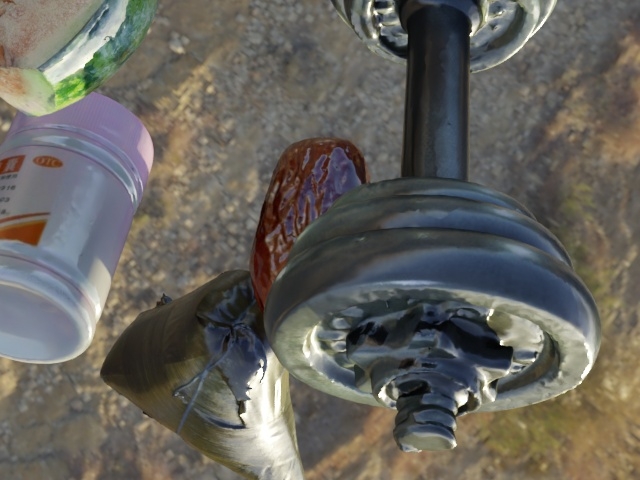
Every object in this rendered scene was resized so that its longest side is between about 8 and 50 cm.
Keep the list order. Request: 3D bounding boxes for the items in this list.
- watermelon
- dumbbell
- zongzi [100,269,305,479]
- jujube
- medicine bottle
[{"bbox_3d":[-0.253,-0.288,1.228,0.180,0.224,0.305,23,72,-20],"label":"watermelon"},{"bbox_3d":[0.068,-0.073,0.684,0.179,0.406,0.179,4,150,2],"label":"dumbbell"},{"bbox_3d":[-0.082,0.245,1.755,0.432,0.403,0.208,45,58,-10],"label":"zongzi"},{"bbox_3d":[0.000,0.000,1.482,0.190,0.190,0.255,-2,89,-36],"label":"jujube"},{"bbox_3d":[-0.348,-0.022,1.502,0.202,0.316,0.202,7,140,6],"label":"medicine bottle"}]
